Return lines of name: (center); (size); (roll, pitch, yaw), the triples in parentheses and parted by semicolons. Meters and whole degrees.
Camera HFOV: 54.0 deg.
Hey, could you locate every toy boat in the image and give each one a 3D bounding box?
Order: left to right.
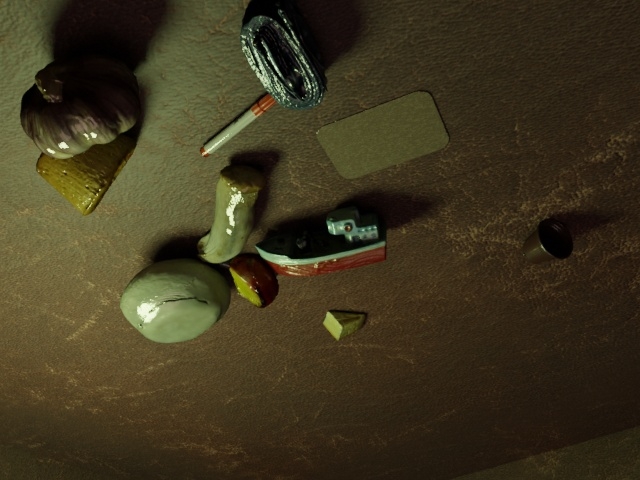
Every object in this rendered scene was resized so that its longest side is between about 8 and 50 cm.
toy boat: (0.000, 0.000, 1.572); (0.332, 0.145, 0.133); (-11, 116, 11)

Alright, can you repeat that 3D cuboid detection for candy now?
candy: (-0.397, 0.149, 1.717); (0.295, 0.185, 0.295); (-12, 138, -11)

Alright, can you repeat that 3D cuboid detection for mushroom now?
mushroom: (-0.223, -0.052, 1.548); (0.122, 0.095, 0.351); (32, 136, 0)

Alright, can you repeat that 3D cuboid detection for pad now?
pad: (0.139, -0.228, 1.394); (0.266, 0.002, 0.176); (-17, 137, 20)

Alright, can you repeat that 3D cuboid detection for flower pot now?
flower pot: (0.572, 0.012, 1.608); (0.111, 0.111, 0.089); (15, 151, -16)

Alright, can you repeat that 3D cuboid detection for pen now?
pen: (-0.177, -0.248, 1.355); (0.239, 0.028, 0.028); (-31, 131, 33)

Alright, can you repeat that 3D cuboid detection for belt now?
belt: (-0.068, -0.338, 1.167); (0.122, 0.128, 0.218); (-17, 136, 21)

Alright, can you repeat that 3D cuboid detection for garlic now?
garlic: (-0.463, -0.271, 1.184); (0.245, 0.245, 0.160); (-14, 141, 17)

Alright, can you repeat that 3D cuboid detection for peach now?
peach: (-0.173, 0.097, 1.651); (0.127, 0.092, 0.172); (19, 144, 46)

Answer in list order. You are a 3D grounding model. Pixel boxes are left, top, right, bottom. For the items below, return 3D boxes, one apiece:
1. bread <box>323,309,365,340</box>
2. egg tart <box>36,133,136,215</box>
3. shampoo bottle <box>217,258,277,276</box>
bread: (0.079, 0.243, 1.949); (0.109, 0.080, 0.084); (-24, 148, -27)
egg tart: (-0.506, -0.166, 1.344); (0.147, 0.202, 0.202); (32, 132, -15)
shampoo bottle: (-0.202, 0.077, 1.735); (0.165, 0.040, 0.080); (17, 136, -20)
